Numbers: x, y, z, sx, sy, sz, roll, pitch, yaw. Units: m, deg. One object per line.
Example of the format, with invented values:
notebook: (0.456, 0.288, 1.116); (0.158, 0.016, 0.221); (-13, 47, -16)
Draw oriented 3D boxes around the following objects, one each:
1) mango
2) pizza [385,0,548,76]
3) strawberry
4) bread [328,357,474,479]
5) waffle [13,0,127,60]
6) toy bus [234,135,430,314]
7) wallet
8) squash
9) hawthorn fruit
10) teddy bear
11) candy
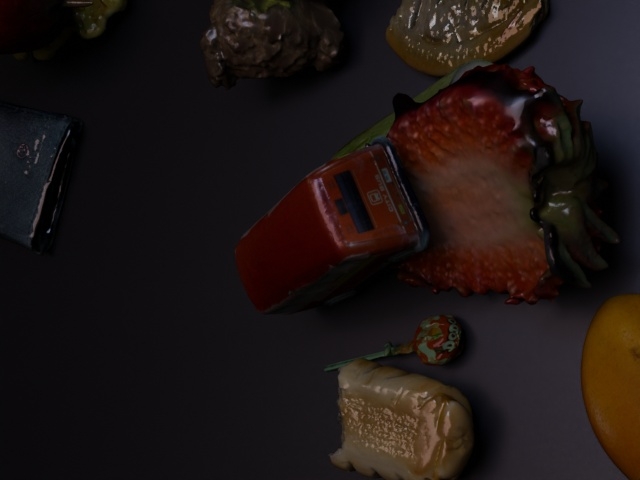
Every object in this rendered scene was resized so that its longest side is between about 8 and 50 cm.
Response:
mango: (0.312, 0.141, 1.169); (0.145, 0.112, 0.219); (-42, 50, 22)
pizza: (0.172, -0.298, 1.372); (0.181, 0.034, 0.262); (18, 93, 35)
strawberry: (0.161, -0.062, 1.280); (0.306, 0.138, 0.233); (3, 113, 56)
bread: (0.080, 0.192, 1.326); (0.177, 0.084, 0.119); (12, 91, 34)
waffle: (-0.341, -0.398, 1.721); (0.312, 0.060, 0.307); (-26, 69, 25)
toy bus: (0.000, 0.000, 1.327); (0.265, 0.120, 0.121); (-38, 73, 60)
wallet: (-0.492, -0.114, 1.783); (0.379, 0.046, 0.190); (16, 93, 34)
squash: (0.102, -0.116, 1.370); (0.239, 0.069, 0.069); (-33, 66, 26)
hawthorn fruit: (-0.397, -0.315, 1.621); (0.251, 0.189, 0.189); (20, 95, 12)
teddy bear: (-0.057, -0.347, 1.457); (0.246, 0.222, 0.296); (-3, 64, -6)
candy: (0.073, 0.119, 1.376); (0.185, 0.049, 0.055); (-18, 43, 37)
